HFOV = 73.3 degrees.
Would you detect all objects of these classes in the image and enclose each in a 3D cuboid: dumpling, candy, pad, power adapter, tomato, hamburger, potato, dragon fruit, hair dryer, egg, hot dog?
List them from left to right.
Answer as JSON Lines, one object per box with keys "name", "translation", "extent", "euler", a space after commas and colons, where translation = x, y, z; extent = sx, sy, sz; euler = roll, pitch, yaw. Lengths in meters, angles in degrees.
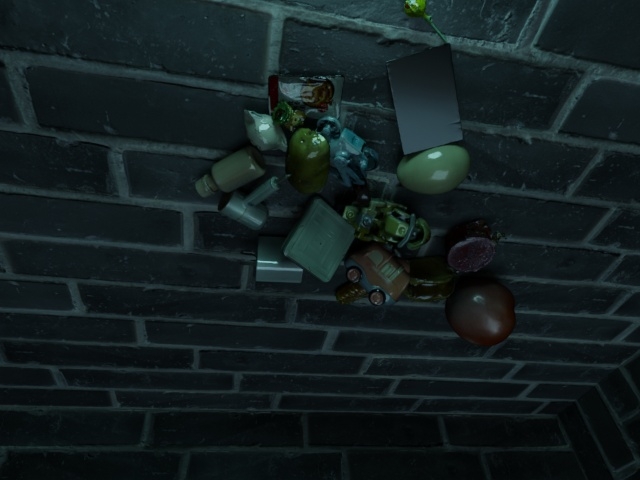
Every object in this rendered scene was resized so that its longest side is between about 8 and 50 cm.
{"name": "dumpling", "translation": [-0.192, -0.347, 1.405], "extent": [0.188, 0.108, 0.127], "euler": [39, 154, -27]}
{"name": "hair dryer", "translation": [-0.206, -0.155, 1.533], "extent": [0.173, 0.108, 0.357], "euler": [29, 145, -31]}
{"name": "power adapter", "translation": [-0.201, 0.077, 1.763], "extent": [0.255, 0.187, 0.124], "euler": [2, 133, -9]}
{"name": "potato", "translation": [-0.062, -0.249, 1.450], "extent": [0.160, 0.111, 0.272], "euler": [37, 154, 15]}
{"name": "hot dog", "translation": [0.188, 0.226, 2.032], "extent": [0.269, 0.072, 0.115], "euler": [-35, 135, 25]}
{"name": "pad", "translation": [0.334, -0.441, 1.366], "extent": [0.202, 0.005, 0.300], "euler": [-14, 112, 8]}
{"name": "hamburger", "translation": [0.472, 0.176, 1.916], "extent": [0.308, 0.211, 0.133], "euler": [-1, 130, -2]}
{"name": "candy", "translation": [0.309, -0.627, 1.233], "extent": [0.193, 0.062, 0.058], "euler": [24, 130, -39]}
{"name": "egg", "translation": [0.392, -0.254, 1.500], "extent": [0.253, 0.189, 0.189], "euler": [-11, 134, 10]}
{"name": "dragon fruit", "translation": [0.643, 0.019, 1.839], "extent": [0.282, 0.147, 0.211], "euler": [-36, 118, 22]}
{"name": "tomato", "translation": [0.744, 0.325, 2.022], "extent": [0.321, 0.322, 0.322], "euler": [-3, 134, -3]}

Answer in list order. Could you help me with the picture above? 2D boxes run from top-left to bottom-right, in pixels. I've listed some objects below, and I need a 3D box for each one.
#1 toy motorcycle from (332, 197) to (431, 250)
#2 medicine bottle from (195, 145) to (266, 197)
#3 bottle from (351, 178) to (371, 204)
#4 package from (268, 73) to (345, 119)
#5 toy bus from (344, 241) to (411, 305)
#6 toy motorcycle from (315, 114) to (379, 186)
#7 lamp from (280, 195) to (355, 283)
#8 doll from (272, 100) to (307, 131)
{"name": "toy motorcycle", "translation": [0.252, -0.067, 1.644], "extent": [0.410, 0.237, 0.169], "euler": [13, 104, -17]}
{"name": "medicine bottle", "translation": [-0.320, -0.230, 1.504], "extent": [0.252, 0.114, 0.114], "euler": [-24, 132, 17]}
{"name": "bottle", "translation": [0.145, -0.194, 1.550], "extent": [0.060, 0.164, 0.060], "euler": [-3, 134, -3]}
{"name": "package", "translation": [-0.047, -0.456, 1.370], "extent": [0.239, 0.030, 0.154], "euler": [0, 136, -7]}
{"name": "toy bus", "translation": [0.250, 0.129, 1.815], "extent": [0.232, 0.194, 0.288], "euler": [-45, 81, 12]}
{"name": "toy motorcycle", "translation": [0.064, -0.298, 1.467], "extent": [0.260, 0.154, 0.206], "euler": [34, 145, -18]}
{"name": "lamp", "translation": [0.000, 0.000, 1.695], "extent": [0.266, 0.047, 0.269], "euler": [37, 77, -33]}
{"name": "doll", "translation": [-0.103, -0.400, 1.376], "extent": [0.078, 0.077, 0.113], "euler": [-41, 164, 28]}
